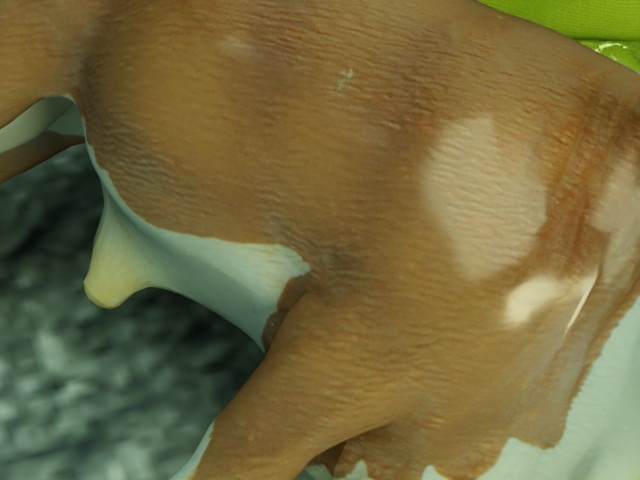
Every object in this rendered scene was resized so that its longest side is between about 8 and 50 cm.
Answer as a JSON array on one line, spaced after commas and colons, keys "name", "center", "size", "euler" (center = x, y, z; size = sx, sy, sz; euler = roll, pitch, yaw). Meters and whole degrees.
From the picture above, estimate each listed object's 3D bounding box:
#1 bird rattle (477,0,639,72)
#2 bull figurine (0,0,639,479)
[{"name": "bird rattle", "center": [0.048, -0.102, 0.568], "size": [0.207, 0.143, 0.253], "euler": [-17, 40, -40]}, {"name": "bull figurine", "center": [0.000, 0.000, 0.415], "size": [0.188, 0.101, 0.310], "euler": [-49, 54, -2]}]
